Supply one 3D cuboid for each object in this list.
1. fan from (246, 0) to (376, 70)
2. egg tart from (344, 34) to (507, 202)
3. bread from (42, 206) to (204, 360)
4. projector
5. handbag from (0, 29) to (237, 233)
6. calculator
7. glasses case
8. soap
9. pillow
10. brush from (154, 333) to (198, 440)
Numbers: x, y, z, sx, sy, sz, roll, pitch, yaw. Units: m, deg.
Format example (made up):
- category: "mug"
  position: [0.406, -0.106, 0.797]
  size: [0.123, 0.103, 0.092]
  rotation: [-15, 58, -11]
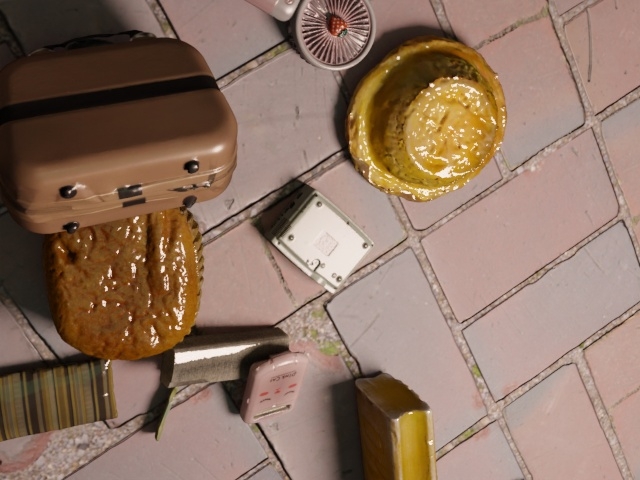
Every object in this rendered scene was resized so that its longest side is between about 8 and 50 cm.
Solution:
- category: "fan"
  position: [-0.032, -0.342, 1.266]
  size: [0.244, 0.074, 0.130]
  rotation: [23, 95, -25]
- category: "egg tart"
  position: [0.179, -0.188, 1.376]
  size: [0.288, 0.118, 0.288]
  rotation: [-6, 108, -17]
- category: "bread"
  position: [-0.278, 0.039, 1.233]
  size: [0.227, 0.142, 0.254]
  rotation: [2, 105, -15]
- category: "projector"
  position: [0.000, 0.000, 1.379]
  size: [0.147, 0.061, 0.115]
  rotation: [41, 88, -25]
- category: "handbag"
  position: [-0.279, -0.166, 1.129]
  size: [0.301, 0.283, 0.149]
  rotation: [-13, 151, -16]
- category: "calculator"
  position: [-0.076, 0.238, 1.389]
  size: [0.100, 0.032, 0.175]
  rotation: [-12, 139, -26]
- category: "glasses case"
  position: [-0.147, 0.183, 1.351]
  size: [0.205, 0.047, 0.071]
  rotation: [-2, 110, -35]
- category: "soap"
  position: [0.132, 0.382, 1.473]
  size: [0.089, 0.173, 0.274]
  rotation: [-12, 108, -17]
- category: "pillow"
  position: [-0.410, 0.238, 1.288]
  size: [0.203, 0.038, 0.113]
  rotation: [-8, 110, -20]
- category: "brush"
  position: [-0.236, 0.229, 1.360]
  size: [0.030, 0.033, 0.179]
  rotation: [20, 96, -19]
